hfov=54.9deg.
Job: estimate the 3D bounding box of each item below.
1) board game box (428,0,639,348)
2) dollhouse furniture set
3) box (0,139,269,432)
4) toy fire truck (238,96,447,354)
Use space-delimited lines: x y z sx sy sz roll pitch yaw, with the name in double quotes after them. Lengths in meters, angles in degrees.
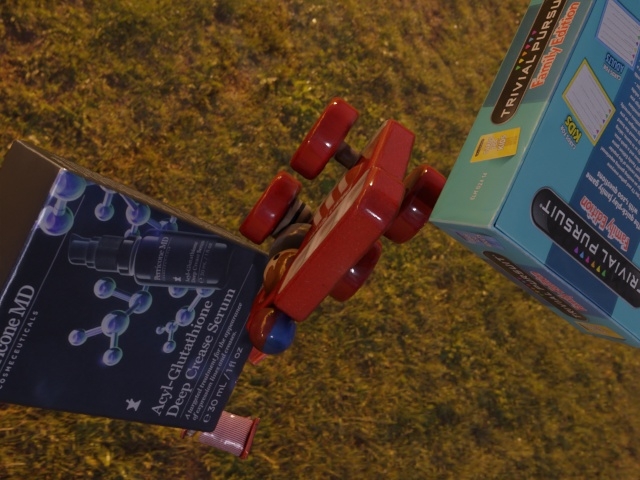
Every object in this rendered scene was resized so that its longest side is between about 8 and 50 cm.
0.274 -0.104 0.585 0.253 0.079 0.336 32 80 -30 "board game box"
-0.259 0.430 1.818 0.201 0.152 0.374 19 66 -6 "dollhouse furniture set"
-0.292 0.079 0.901 0.395 0.212 0.294 26 89 -43 "box"
0.000 0.000 0.700 0.169 0.302 0.254 36 35 -7 "toy fire truck"
